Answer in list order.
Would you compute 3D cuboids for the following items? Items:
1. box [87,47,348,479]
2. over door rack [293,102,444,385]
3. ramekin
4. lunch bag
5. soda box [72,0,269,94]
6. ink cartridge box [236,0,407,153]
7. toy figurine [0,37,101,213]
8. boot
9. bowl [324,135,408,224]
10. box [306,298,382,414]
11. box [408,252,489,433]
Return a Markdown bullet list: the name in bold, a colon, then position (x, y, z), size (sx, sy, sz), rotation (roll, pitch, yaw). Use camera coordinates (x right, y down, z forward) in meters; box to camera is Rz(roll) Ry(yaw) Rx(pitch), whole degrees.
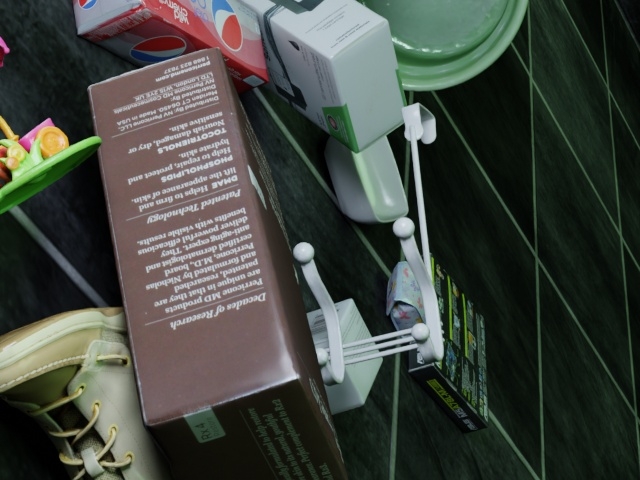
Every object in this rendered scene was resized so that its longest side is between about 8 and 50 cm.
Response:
- **box**: position (-0.095, 0.033, 1.386), size (0.191, 0.143, 0.381), rotation (69, 6, -53)
- **over door rack**: position (0.000, 0.000, 1.642), size (0.108, 0.239, 0.324), rotation (53, 29, -48)
- **ramekin**: position (0.148, -0.366, 2.178), size (0.148, 0.303, 0.303), rotation (-40, 111, -73)
- **lunch bag**: position (0.115, 0.077, 2.077), size (0.083, 0.053, 0.071), rotation (62, 25, -45)
- **soda box**: position (-0.156, -0.231, 1.655), size (0.263, 0.083, 0.092), rotation (24, 52, -61)
- **ink cartridge box**: position (-0.004, -0.218, 1.806), size (0.208, 0.087, 0.153), rotation (39, -23, 40)
- **toy figurine**: position (-0.290, -0.102, 1.266), size (0.173, 0.130, 0.159), rotation (-35, 93, -41)
- **boot**: position (-0.191, 0.162, 1.267), size (0.262, 0.095, 0.203), rotation (-1, 73, -76)
- **bowl**: position (0.055, -0.087, 2.062), size (0.142, 0.053, 0.142), rotation (-15, 88, -67)
- **box**: position (0.000, 0.134, 1.711), size (0.087, 0.102, 0.101), rotation (62, 24, -16)
- **box**: position (0.178, 0.144, 2.182), size (0.184, 0.045, 0.191), rotation (45, 35, -43)
